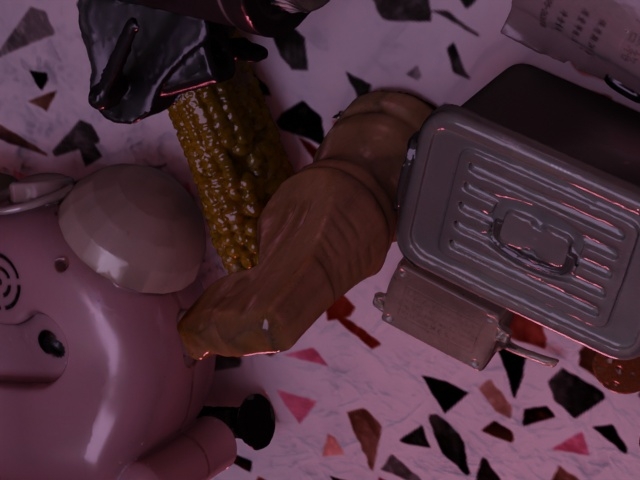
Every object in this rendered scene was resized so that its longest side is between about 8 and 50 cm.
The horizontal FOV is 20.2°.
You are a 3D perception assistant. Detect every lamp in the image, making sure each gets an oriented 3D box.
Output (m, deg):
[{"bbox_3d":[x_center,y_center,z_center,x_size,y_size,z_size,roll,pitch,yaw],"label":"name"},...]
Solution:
[{"bbox_3d":[-0.098,-0.288,1.414,0.272,0.205,0.374,-5,104,26],"label":"lamp"}]

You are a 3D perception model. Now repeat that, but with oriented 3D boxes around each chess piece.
[{"bbox_3d":[0.000,0.000,1.481,0.137,0.301,0.137,17,130,22],"label":"chess piece"}]

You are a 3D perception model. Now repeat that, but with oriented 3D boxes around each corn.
[{"bbox_3d":[-0.084,-0.094,1.618,0.097,0.097,0.320,-4,115,36],"label":"corn"}]

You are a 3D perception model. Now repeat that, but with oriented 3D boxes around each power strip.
[{"bbox_3d":[0.135,0.071,1.614,0.175,0.042,0.075,28,132,14],"label":"power strip"}]

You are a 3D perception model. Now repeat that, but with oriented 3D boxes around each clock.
[{"bbox_3d":[-0.252,0.087,1.783,0.342,0.184,0.325,-1,101,30],"label":"clock"}]

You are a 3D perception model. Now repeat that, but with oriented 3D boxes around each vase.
[{"bbox_3d":[-0.128,0.188,1.864,0.167,0.059,0.059,-4,117,36],"label":"vase"}]

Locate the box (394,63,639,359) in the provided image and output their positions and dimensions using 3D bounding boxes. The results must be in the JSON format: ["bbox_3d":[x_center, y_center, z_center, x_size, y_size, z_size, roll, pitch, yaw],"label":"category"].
[{"bbox_3d":[0.196,-0.033,1.439,0.243,0.135,0.163,25,132,18],"label":"box"}]

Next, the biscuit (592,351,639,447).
[{"bbox_3d":[0.367,0.105,1.479,0.295,0.044,0.186,-18,111,42],"label":"biscuit"}]

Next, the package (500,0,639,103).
[{"bbox_3d":[0.263,-0.200,1.330,0.204,0.062,0.251,33,129,10],"label":"package"}]
